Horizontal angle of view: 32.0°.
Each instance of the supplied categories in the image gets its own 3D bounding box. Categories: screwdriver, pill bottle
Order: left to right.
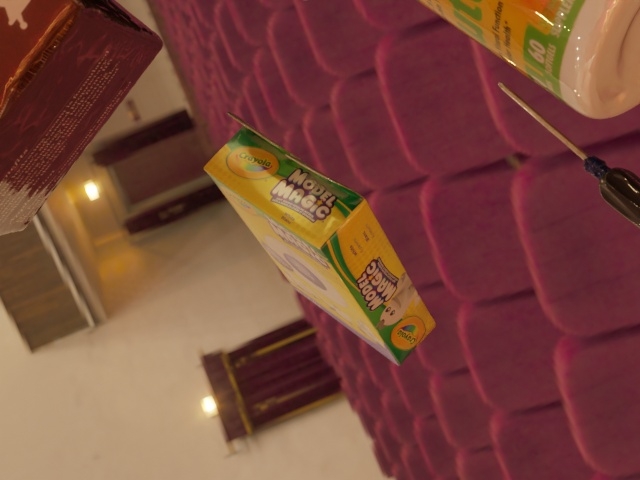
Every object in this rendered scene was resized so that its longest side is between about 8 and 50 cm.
[{"bbox_3d":[0.106,-0.190,0.654,0.246,0.136,0.136,42,164,28],"label":"pill bottle"},{"bbox_3d":[0.159,-0.057,0.708,0.170,0.025,0.024,46,152,39],"label":"screwdriver"}]

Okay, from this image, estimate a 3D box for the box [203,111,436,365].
[{"bbox_3d":[0.000,0.000,0.670,0.105,0.043,0.179,34,165,35],"label":"box"}]

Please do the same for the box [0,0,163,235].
[{"bbox_3d":[-0.222,-0.110,0.648,0.167,0.168,0.203,39,-174,0],"label":"box"}]
